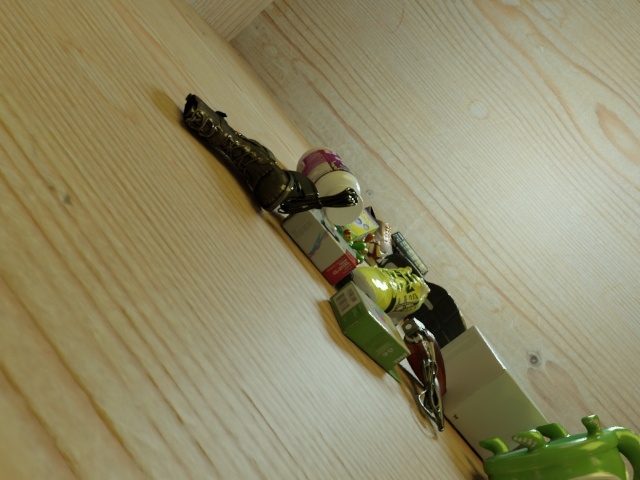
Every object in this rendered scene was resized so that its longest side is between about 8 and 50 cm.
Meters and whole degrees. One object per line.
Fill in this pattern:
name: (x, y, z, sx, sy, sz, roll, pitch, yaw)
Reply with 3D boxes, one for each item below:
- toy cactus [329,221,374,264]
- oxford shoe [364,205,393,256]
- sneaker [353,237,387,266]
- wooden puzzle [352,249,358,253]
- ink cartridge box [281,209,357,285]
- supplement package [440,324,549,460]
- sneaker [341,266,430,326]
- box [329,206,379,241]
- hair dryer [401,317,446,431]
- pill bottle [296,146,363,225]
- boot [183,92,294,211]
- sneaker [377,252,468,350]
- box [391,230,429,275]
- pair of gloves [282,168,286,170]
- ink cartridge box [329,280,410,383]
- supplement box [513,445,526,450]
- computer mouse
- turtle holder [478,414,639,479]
toy cactus: (0.055, -0.006, 1.482, 0.180, 0.112, 0.219, 41, 18, -2)
oxford shoe: (0.247, -0.009, 2.273, 0.130, 0.132, 0.364, 39, 15, -53)
sneaker: (0.164, 0.008, 1.956, 0.185, 0.084, 0.070, 47, 10, -26)
wooden puzzle: (0.113, 0.030, 1.870, 0.083, 0.006, 0.049, 42, 12, -44)
ink cartridge box: (0.000, 0.000, 1.219, 0.175, 0.072, 0.127, 50, 10, -8)
supplement package: (0.402, 0.374, 1.356, 0.175, 0.177, 0.293, 50, 9, -7)
sneaker: (0.163, 0.112, 1.338, 0.145, 0.147, 0.384, 56, 11, 21)
box: (0.114, -0.054, 1.873, 0.179, 0.043, 0.105, -24, 72, -46)
hair dryer: (0.224, 0.297, 1.173, 0.293, 0.080, 0.224, 37, 43, -62)
pill bottle: (0.034, -0.180, 1.808, 0.169, 0.169, 0.302, 44, 11, -38)
boot: (-0.180, -0.183, 1.093, 0.229, 0.091, 0.263, 37, 12, -37)
sneaker: (0.383, 0.241, 1.827, 0.257, 0.169, 0.447, 39, 13, -46)
box: (0.356, 0.094, 2.352, 0.220, 0.051, 0.175, 54, -31, 22)
pair of gloves: (-0.095, -0.197, 1.747, 0.083, 0.010, 0.074, 52, 7, -7)
ink cartridge box: (0.112, 0.183, 1.070, 0.209, 0.062, 0.109, 45, 10, -33)
supplement box: (0.497, 0.547, 1.368, 0.081, 0.104, 0.188, 49, 9, -14)
computer mouse: (-0.022, -0.120, 1.195, 0.262, 0.184, 0.060, -129, -146, -69)
turtle holder: (0.485, 0.472, 1.050, 0.320, 0.243, 0.228, 0, 64, -30)
